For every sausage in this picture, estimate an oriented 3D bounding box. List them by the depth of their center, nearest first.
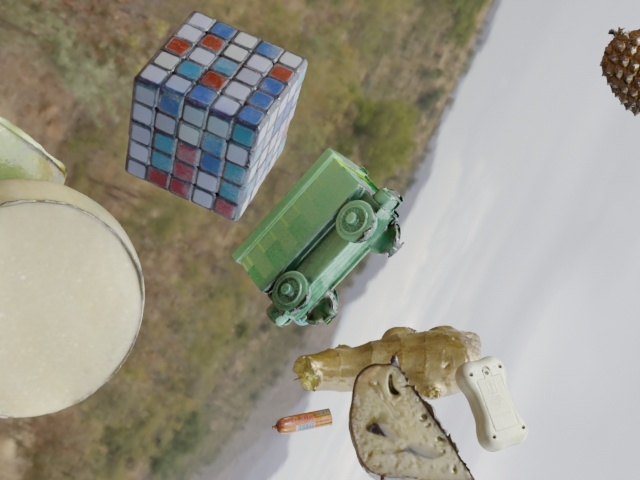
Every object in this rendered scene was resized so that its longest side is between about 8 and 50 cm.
[{"bbox_3d":[-0.032,0.312,1.658,0.031,0.107,0.031,173,-90,-70],"label":"sausage"}]

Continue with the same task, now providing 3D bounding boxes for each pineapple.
[{"bbox_3d":[0.413,-0.177,1.182,0.103,0.083,0.221,104,-33,-63],"label":"pineapple"}]

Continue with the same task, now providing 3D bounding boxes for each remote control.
[{"bbox_3d":[0.225,0.215,1.271,0.032,0.074,0.122,-46,-122,57],"label":"remote control"}]

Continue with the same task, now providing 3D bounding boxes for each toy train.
[{"bbox_3d":[0.000,0.000,1.620,0.301,0.202,0.120,-47,141,12],"label":"toy train"}]

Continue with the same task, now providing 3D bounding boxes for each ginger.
[{"bbox_3d":[0.142,0.228,1.974,0.236,0.376,0.166,-78,-178,-47],"label":"ginger"}]

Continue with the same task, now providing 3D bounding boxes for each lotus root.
[{"bbox_3d":[0.137,0.341,1.689,0.170,0.260,0.074,-25,168,-13],"label":"lotus root"}]

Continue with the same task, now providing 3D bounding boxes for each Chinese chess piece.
[{"bbox_3d":[-0.413,0.082,1.342,0.140,0.338,0.338,27,-88,58],"label":"Chinese chess piece"}]

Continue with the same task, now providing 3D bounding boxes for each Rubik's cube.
[{"bbox_3d":[-0.229,-0.272,2.098,0.292,0.287,0.293,110,6,-49],"label":"Rubik's cube"}]

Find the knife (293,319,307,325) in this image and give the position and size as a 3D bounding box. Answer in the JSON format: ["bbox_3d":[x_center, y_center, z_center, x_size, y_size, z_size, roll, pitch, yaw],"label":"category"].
[{"bbox_3d":[-0.071,0.127,2.236,0.222,0.064,0.031,62,3,-42],"label":"knife"}]

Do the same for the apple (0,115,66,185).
[{"bbox_3d":[-0.500,-0.096,1.399,0.120,0.265,0.193,23,-106,49],"label":"apple"}]
